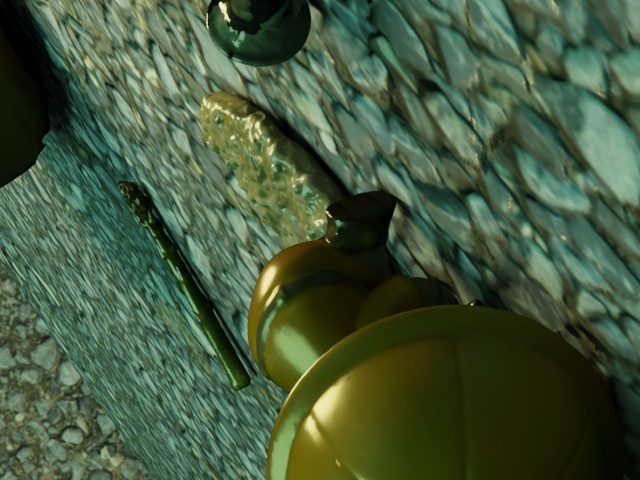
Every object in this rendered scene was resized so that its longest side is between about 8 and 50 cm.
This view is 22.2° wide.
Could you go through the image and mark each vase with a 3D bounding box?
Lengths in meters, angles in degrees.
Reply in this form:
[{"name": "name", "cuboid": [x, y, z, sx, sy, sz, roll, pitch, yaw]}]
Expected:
[{"name": "vase", "cuboid": [-0.028, -0.147, 0.809, 0.059, 0.059, 0.167, 51, 165, 14]}]

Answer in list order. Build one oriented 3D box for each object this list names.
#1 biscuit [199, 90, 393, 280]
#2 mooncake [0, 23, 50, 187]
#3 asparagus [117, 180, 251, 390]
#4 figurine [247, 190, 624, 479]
[{"name": "biscuit", "cuboid": [0.003, 0.003, 1.085, 0.250, 0.032, 0.133, 58, 164, -7]}, {"name": "mooncake", "cuboid": [-0.454, -0.192, 1.645, 0.393, 0.246, 0.394, 53, 167, -26]}, {"name": "asparagus", "cuboid": [-0.131, 0.043, 1.591, 0.025, 0.024, 0.248, 9, 131, 61]}, {"name": "figurine", "cuboid": [0.043, 0.100, 0.902, 0.257, 0.167, 0.192, 42, 134, 46]}]
